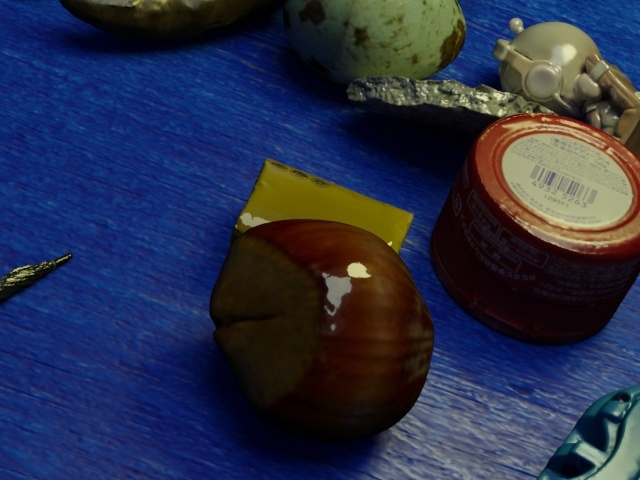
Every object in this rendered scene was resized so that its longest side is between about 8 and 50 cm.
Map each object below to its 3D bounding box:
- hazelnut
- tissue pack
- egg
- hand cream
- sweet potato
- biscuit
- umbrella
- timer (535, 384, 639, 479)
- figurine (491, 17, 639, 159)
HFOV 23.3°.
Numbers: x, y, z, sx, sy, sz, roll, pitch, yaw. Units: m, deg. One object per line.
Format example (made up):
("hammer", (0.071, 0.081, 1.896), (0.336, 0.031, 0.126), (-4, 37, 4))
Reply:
("hazelnut", (0.004, 0.084, 1.443), (0.181, 0.181, 0.212), (-13, 72, 19))
("tissue pack", (0.000, 0.000, 1.581), (0.169, 0.082, 0.120), (22, 44, 1))
("egg", (0.066, -0.258, 1.805), (0.231, 0.169, 0.169), (10, 43, -25))
("hand cream", (0.240, -0.016, 1.645), (0.230, 0.149, 0.230), (9, 46, -10))
("sweet potato", (-0.118, -0.314, 1.827), (0.423, 0.130, 0.130), (-29, 62, -32))
("biscuit", (0.161, -0.147, 1.741), (0.266, 0.188, 0.040), (10, 87, -10))
("umbrella", (-0.328, 0.066, 1.433), (0.044, 0.044, 0.269), (16, 26, 34))
("timer", (0.338, 0.286, 1.405), (0.309, 0.115, 0.340), (32, 43, 16))
("figurine", (0.296, -0.174, 1.852), (0.237, 0.141, 0.162), (40, 17, 22))
